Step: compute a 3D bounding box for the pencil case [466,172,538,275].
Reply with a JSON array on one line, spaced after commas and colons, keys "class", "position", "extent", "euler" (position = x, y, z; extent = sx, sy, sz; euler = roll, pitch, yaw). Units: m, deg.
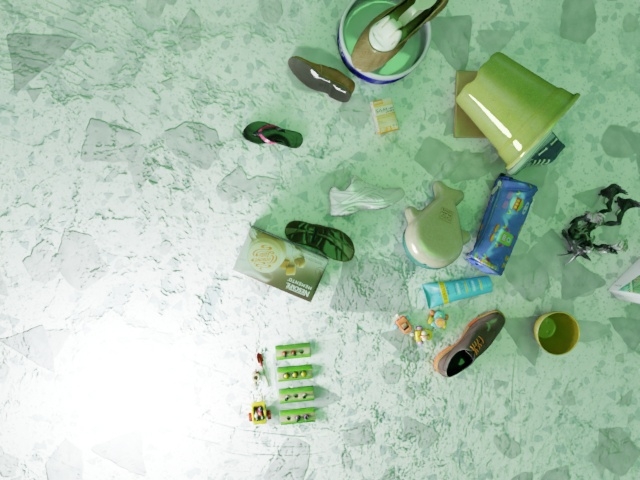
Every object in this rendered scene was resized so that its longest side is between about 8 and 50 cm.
[{"class": "pencil case", "position": [0.539, -0.049, 1.771], "extent": [0.133, 0.119, 0.306], "euler": [21, 91, -23]}]

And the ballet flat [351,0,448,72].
[{"class": "ballet flat", "position": [0.224, -0.595, 1.603], "extent": [0.342, 0.124, 0.116], "euler": [-38, 95, -2]}]

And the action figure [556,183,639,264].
[{"class": "action figure", "position": [0.847, -0.037, 1.793], "extent": [0.164, 0.141, 0.276], "euler": [39, 88, -18]}]

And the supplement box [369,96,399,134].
[{"class": "supplement box", "position": [0.191, -0.372, 1.762], "extent": [0.062, 0.036, 0.098], "euler": [-16, 94, -5]}]

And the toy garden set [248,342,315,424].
[{"class": "toy garden set", "position": [-0.122, 0.442, 1.779], "extent": [0.204, 0.049, 0.244], "euler": [-5, 94, -5]}]

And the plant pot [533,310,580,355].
[{"class": "plant pot", "position": [0.713, 0.277, 1.820], "extent": [0.134, 0.095, 0.134], "euler": [0, 94, -5]}]

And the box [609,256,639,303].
[{"class": "box", "position": [1.048, 0.062, 1.768], "extent": [0.058, 0.232, 0.322], "euler": [44, 89, -2]}]

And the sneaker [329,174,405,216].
[{"class": "sneaker", "position": [0.134, -0.143, 1.748], "extent": [0.232, 0.090, 0.115], "euler": [-11, 91, -5]}]

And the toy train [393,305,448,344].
[{"class": "toy train", "position": [0.314, 0.250, 1.808], "extent": [0.166, 0.046, 0.125], "euler": [-32, 96, -2]}]

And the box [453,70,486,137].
[{"class": "box", "position": [0.488, -0.413, 1.794], "extent": [0.164, 0.021, 0.201], "euler": [0, 94, -5]}]

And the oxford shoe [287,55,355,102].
[{"class": "oxford shoe", "position": [0.004, -0.486, 1.734], "extent": [0.212, 0.076, 0.076], "euler": [29, 61, -4]}]

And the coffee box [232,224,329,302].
[{"class": "coffee box", "position": [-0.116, 0.067, 1.731], "extent": [0.246, 0.098, 0.141], "euler": [24, 91, -6]}]

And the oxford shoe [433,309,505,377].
[{"class": "oxford shoe", "position": [0.470, 0.323, 1.799], "extent": [0.271, 0.098, 0.097], "euler": [-45, 96, -1]}]

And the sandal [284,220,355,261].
[{"class": "sandal", "position": [0.000, 0.000, 1.763], "extent": [0.219, 0.060, 0.090], "euler": [16, 86, 8]}]

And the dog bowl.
[{"class": "dog bowl", "position": [0.182, -0.593, 1.714], "extent": [0.265, 0.104, 0.265], "euler": [0, 93, -5]}]

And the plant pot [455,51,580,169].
[{"class": "plant pot", "position": [0.536, -0.387, 1.678], "extent": [0.254, 0.276, 0.276], "euler": [42, 89, 6]}]

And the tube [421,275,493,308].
[{"class": "tube", "position": [0.420, 0.152, 1.812], "extent": [0.207, 0.052, 0.080], "euler": [-11, 66, -2]}]

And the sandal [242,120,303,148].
[{"class": "sandal", "position": [-0.139, -0.312, 1.735], "extent": [0.179, 0.040, 0.067], "euler": [9, 93, -6]}]

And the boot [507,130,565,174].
[{"class": "boot", "position": [0.659, -0.250, 1.795], "extent": [0.086, 0.069, 0.190], "euler": [43, 87, -3]}]

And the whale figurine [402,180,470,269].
[{"class": "whale figurine", "position": [0.342, -0.040, 1.767], "extent": [0.216, 0.141, 0.272], "euler": [22, 67, -6]}]
